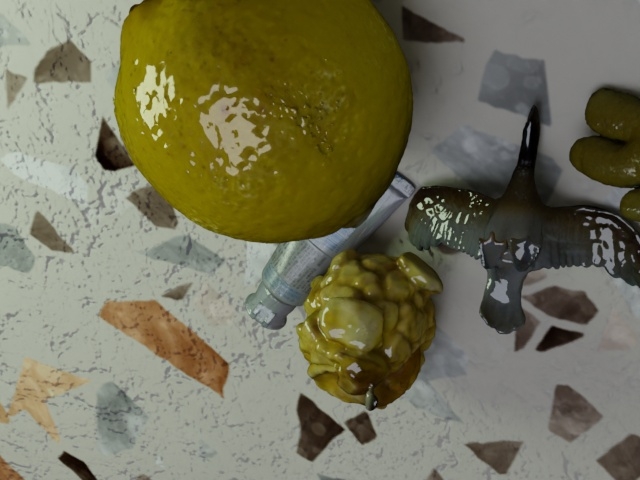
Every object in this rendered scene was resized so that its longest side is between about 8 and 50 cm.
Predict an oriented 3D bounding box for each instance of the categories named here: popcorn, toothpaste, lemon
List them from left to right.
[{"bbox_3d":[-0.052,-0.133,1.693,0.293,0.293,0.293,13,126,19],"label":"lemon"},{"bbox_3d":[0.000,0.000,1.898,0.089,0.057,0.234,37,124,-1],"label":"toothpaste"},{"bbox_3d":[0.043,0.084,1.859,0.140,0.194,0.163,18,86,16],"label":"popcorn"}]

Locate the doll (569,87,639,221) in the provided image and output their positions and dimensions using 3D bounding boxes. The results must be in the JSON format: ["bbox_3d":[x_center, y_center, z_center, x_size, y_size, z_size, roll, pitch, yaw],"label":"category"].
[{"bbox_3d":[0.330,-0.069,1.664,0.209,0.097,0.137,28,90,29],"label":"doll"}]

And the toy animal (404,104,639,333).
[{"bbox_3d":[0.198,-0.019,1.733,0.273,0.160,0.197,10,124,12],"label":"toy animal"}]
